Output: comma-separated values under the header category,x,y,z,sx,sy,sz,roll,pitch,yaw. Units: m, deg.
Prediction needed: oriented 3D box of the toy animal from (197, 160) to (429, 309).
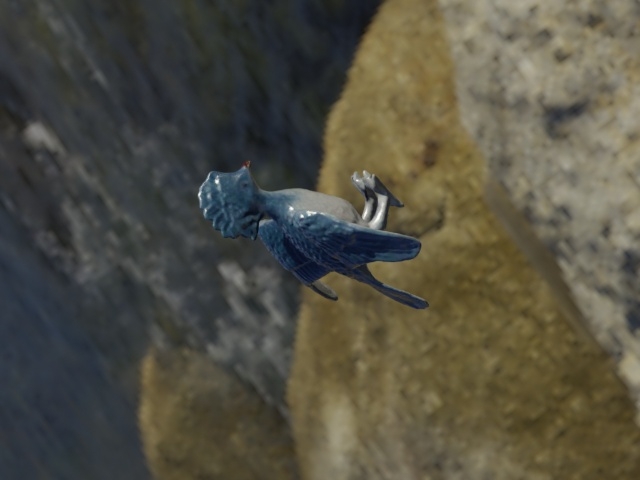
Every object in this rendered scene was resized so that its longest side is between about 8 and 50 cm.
category,x,y,z,sx,sy,sz,roll,pitch,yaw
toy animal,0.000,0.000,1.888,0.255,0.176,0.239,51,162,-3
